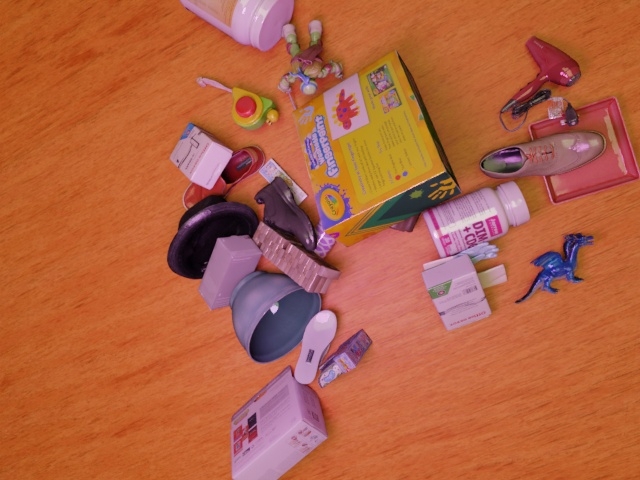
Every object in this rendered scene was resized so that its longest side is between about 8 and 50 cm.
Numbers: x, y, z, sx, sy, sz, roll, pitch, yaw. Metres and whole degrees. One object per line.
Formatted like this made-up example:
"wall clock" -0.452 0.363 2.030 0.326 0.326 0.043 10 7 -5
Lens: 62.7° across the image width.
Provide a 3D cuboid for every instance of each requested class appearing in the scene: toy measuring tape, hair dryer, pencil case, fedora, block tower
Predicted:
"toy measuring tape" -0.287 -0.444 1.742 0.330 0.121 0.121 23 97 16
"hair dryer" 0.652 -0.474 1.561 0.224 0.080 0.293 1 79 14
"pencil case" 0.000 0.000 1.731 0.086 0.088 0.206 30 100 -30
"fedora" -0.371 -0.031 1.729 0.334 0.334 0.152 -44 56 10
"block tower" -0.091 0.052 1.665 0.335 0.091 0.097 33 101 38

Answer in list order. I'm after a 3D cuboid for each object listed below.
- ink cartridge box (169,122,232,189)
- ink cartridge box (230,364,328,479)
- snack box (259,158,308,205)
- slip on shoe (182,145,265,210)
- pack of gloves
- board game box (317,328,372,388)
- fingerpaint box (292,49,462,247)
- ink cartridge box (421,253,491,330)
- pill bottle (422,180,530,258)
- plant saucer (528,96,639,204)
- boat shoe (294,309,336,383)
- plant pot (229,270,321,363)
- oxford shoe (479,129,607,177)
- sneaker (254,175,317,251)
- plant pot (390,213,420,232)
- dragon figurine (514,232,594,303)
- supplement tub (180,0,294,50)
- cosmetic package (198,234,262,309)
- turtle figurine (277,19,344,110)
"ink cartridge box" -0.396 -0.280 1.729 0.203 0.086 0.148 40 101 45
"ink cartridge box" -0.148 0.617 1.745 0.309 0.272 0.130 -42 116 10
"snack box" -0.125 -0.191 1.768 0.064 0.022 0.178 -44 85 11
"slip on shoe" -0.336 -0.208 1.767 0.331 0.101 0.123 -33 89 12
"pack of gloves" 0.449 0.089 1.640 0.232 0.046 0.195 -20 129 10
"board game box" 0.068 0.382 1.682 0.194 0.194 0.060 -39 86 10
"fingerpaint box" 0.148 -0.261 1.528 0.371 0.163 0.445 -27 60 20
"ink cartridge box" 0.417 0.163 1.608 0.153 0.087 0.208 -23 127 11
"pill bottle" 0.470 -0.066 1.596 0.283 0.160 0.160 -23 89 11
"plant saucer" 0.788 -0.266 1.585 0.258 0.048 0.259 -17 89 11
"boat shoe" -0.012 0.345 1.747 0.096 0.088 0.267 17 101 5
"plant pot" -0.169 0.220 1.694 0.196 0.293 0.293 38 100 34
"oxford shoe" 0.636 -0.238 1.524 0.348 0.130 0.123 -13 93 30
"sneaker" -0.109 -0.068 1.674 0.130 0.109 0.286 -32 63 -5
"plant pot" 0.255 -0.122 1.640 0.167 0.167 0.165 19 104 9
"dragon figurine" 0.699 0.082 1.602 0.289 0.085 0.144 -26 88 10
"supplement tub" -0.264 -0.764 1.654 0.316 0.228 0.228 34 99 6
"cosmetic package" -0.297 0.102 1.715 0.107 0.127 0.238 50 130 29
"turtle figurine" -0.038 -0.547 1.692 0.198 0.275 0.266 -19 69 33
